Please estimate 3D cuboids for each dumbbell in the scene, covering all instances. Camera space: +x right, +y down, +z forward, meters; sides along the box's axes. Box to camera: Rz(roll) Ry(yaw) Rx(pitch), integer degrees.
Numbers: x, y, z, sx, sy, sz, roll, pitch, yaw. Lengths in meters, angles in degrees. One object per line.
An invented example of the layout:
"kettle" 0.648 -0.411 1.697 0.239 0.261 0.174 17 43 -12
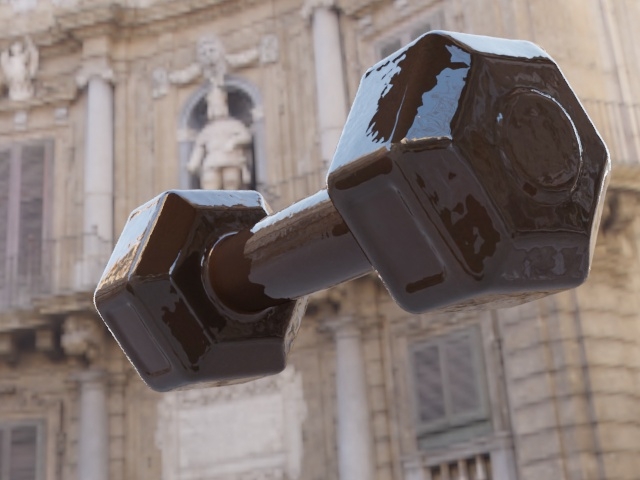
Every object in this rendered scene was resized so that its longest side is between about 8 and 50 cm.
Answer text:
"dumbbell" 0.000 0.000 0.431 0.082 0.092 0.231 -39 10 -37
